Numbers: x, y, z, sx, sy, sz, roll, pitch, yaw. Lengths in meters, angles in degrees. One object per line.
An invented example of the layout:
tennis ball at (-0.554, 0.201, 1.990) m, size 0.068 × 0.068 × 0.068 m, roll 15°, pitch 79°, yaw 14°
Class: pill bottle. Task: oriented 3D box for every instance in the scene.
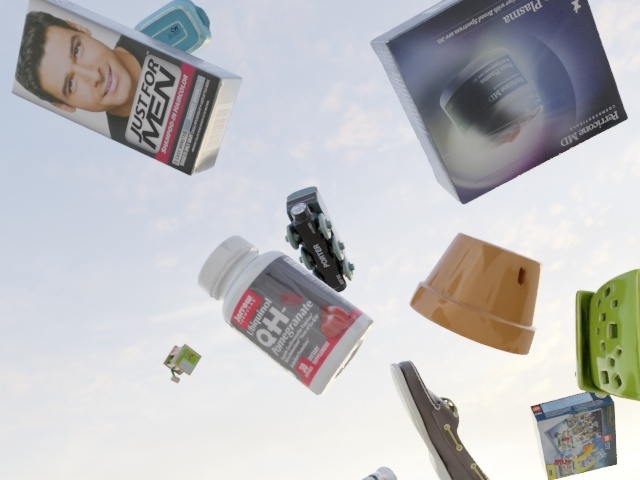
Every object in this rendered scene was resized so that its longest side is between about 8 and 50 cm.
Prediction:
pill bottle at (-0.072, 0.130, 1.053) m, size 0.176 × 0.318 × 0.176 m, roll -50°, pitch -14°, yaw -18°

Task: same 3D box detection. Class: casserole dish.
casserole dish at (-0.324, -0.435, 1.184) m, size 0.188 × 0.037 × 0.114 m, roll -23°, pitch -64°, yaw 17°

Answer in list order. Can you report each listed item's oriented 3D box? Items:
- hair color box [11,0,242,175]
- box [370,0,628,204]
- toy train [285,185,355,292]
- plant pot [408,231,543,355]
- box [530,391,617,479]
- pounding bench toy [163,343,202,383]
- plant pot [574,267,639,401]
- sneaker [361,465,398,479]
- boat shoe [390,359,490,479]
hair color box at (-0.352, -0.282, 1.010) m, size 0.374 × 0.113 × 0.185 m, roll 25°, pitch -70°, yaw 5°
box at (0.287, -0.266, 0.912) m, size 0.296 × 0.183 × 0.294 m, roll -28°, pitch -71°, yaw 7°
toy train at (0.000, 0.000, 1.627) m, size 0.142 × 0.190 × 0.334 m, roll -20°, pitch -53°, yaw 12°
plant pot at (0.374, 0.107, 1.270) m, size 0.291 × 0.291 × 0.203 m, roll 15°, pitch -82°, yaw -33°
box at (0.556, 0.428, 1.207) m, size 0.159 × 0.044 × 0.233 m, roll -18°, pitch -57°, yaw 7°
pounding bench toy at (-0.325, 0.285, 1.260) m, size 0.052 × 0.083 × 0.065 m, roll 44°, pitch -35°, yaw -22°
plant pot at (0.603, 0.188, 1.014) m, size 0.228 × 0.227 × 0.207 m, roll 9°, pitch -16°, yaw -13°
sneaker at (0.046, 0.297, 0.599) m, size 0.044 × 0.040 × 0.109 m, roll 10°, pitch -82°, yaw -47°
boat shoe at (0.247, 0.387, 1.152) m, size 0.097 × 0.324 × 0.116 m, roll -26°, pitch 0°, yaw -3°
